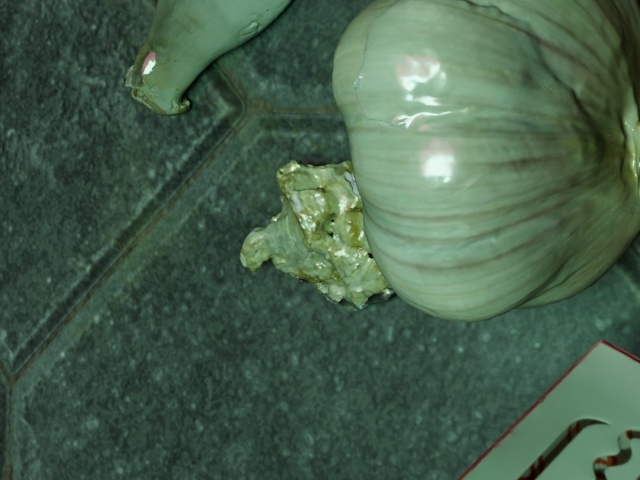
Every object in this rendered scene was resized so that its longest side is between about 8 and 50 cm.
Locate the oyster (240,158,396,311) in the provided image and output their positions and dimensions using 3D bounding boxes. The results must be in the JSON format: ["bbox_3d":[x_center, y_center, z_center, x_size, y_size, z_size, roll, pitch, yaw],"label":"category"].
[{"bbox_3d":[0.000,0.000,1.034,0.191,0.081,0.163,-30,82,33],"label":"oyster"}]

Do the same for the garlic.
[{"bbox_3d":[0.140,-0.094,0.809,0.241,0.322,0.322,-22,82,26],"label":"garlic"}]

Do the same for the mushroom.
[{"bbox_3d":[-0.130,-0.226,1.090,0.225,0.093,0.116,-40,93,21],"label":"mushroom"}]

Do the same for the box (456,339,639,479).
[{"bbox_3d":[0.214,0.313,0.732,0.300,0.314,0.312,31,134,29],"label":"box"}]
